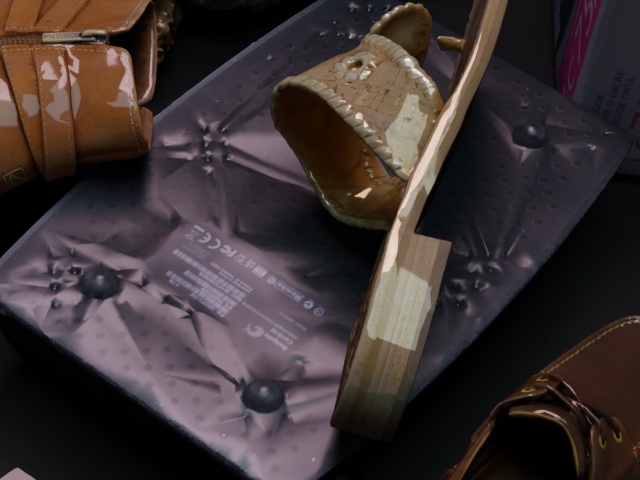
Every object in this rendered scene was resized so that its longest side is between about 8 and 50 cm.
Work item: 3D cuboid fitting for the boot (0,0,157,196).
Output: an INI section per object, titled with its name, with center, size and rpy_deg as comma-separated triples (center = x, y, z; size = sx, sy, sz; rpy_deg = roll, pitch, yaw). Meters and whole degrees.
[boot]
center = -0.147, -0.091, 0.820
size = 0.152, 0.073, 0.197
rpy_deg = -12, 56, 5

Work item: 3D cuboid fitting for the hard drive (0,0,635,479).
[hard drive]
center = 0.000, 0.000, 0.794
size = 0.172, 0.054, 0.254
rpy_deg = 32, 52, 20

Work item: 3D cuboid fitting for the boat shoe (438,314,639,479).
[boat shoe]
center = 0.092, 0.084, 0.727
size = 0.064, 0.060, 0.178
rpy_deg = 33, 52, 21

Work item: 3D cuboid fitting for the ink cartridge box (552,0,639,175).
[ink cartridge box]
center = 0.154, -0.203, 0.908
size = 0.065, 0.186, 0.311
rpy_deg = 9, 47, -3

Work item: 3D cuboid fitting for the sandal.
[sandal]
center = 0.016, -0.038, 0.733
size = 0.079, 0.088, 0.240
rpy_deg = 17, 53, -1

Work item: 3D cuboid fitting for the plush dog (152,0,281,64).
[plush dog]
center = -0.050, -0.217, 0.866
size = 0.262, 0.225, 0.211
rpy_deg = 19, 48, 9
